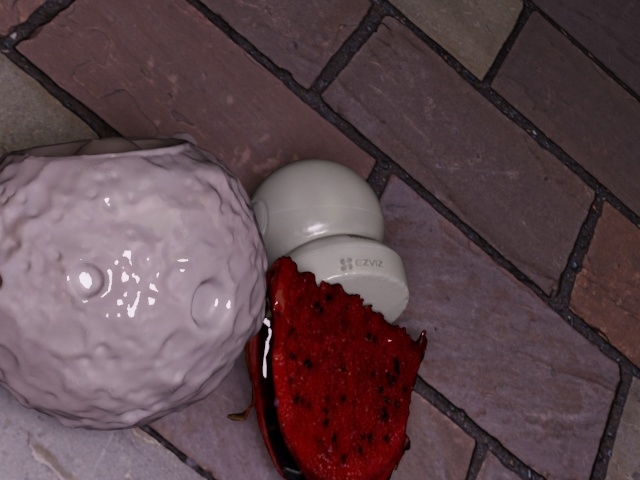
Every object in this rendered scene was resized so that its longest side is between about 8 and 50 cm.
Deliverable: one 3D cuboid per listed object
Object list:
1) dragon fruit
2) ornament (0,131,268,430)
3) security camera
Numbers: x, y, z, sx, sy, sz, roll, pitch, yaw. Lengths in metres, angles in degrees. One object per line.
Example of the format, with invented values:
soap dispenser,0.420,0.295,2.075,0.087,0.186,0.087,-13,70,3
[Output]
dragon fruit,-0.005,0.191,1.497,0.343,0.100,0.282,36,56,-46
ornament,-0.219,0.044,1.320,0.337,0.337,0.337,20,48,-24
security camera,0.000,0.000,1.620,0.194,0.194,0.236,7,51,-34
